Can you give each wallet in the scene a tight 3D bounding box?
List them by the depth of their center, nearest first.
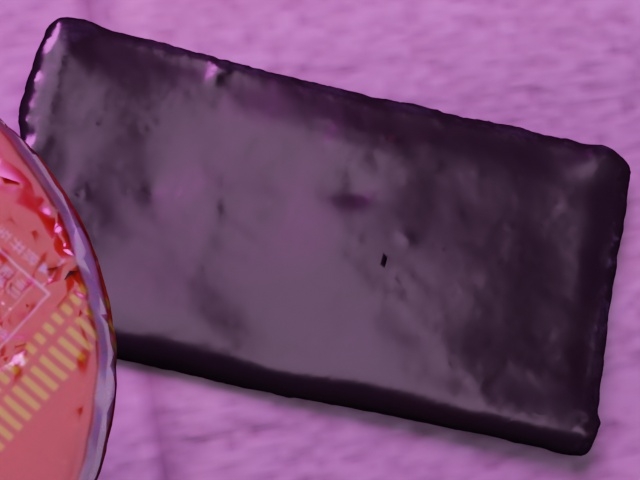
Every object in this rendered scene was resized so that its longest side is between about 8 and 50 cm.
[{"bbox_3d":[0.000,0.000,0.711,0.285,0.030,0.146,12,84,-11],"label":"wallet"}]

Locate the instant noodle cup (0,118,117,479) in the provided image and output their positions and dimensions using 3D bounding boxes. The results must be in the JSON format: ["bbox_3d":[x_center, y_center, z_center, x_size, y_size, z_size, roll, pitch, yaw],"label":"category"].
[{"bbox_3d":[-0.173,0.045,0.517,0.193,0.212,0.193,1,84,-13],"label":"instant noodle cup"}]
